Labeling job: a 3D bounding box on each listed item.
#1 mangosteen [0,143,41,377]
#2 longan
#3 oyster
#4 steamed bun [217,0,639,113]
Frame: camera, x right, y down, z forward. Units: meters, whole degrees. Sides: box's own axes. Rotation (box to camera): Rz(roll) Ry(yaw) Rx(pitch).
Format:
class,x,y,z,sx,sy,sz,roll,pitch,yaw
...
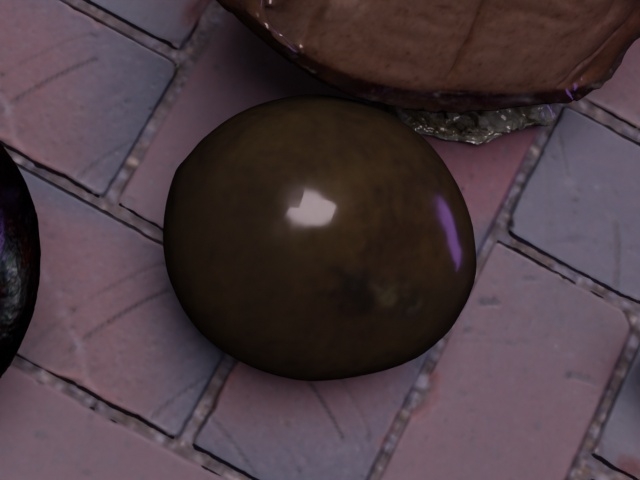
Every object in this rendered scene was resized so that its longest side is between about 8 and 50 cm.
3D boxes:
class,x,y,z,sx,sy,sz,roll,pitch,yaw
mangosteen,-0.261,0.009,1.025,0.216,0.216,0.216,3,72,-11
longan,0.000,0.000,1.094,0.187,0.167,0.167,24,70,-7
oyster,0.089,-0.098,1.207,0.100,0.037,0.098,-27,79,-18
steamed bun,0.073,-0.220,1.101,0.301,0.252,0.199,7,37,-34
